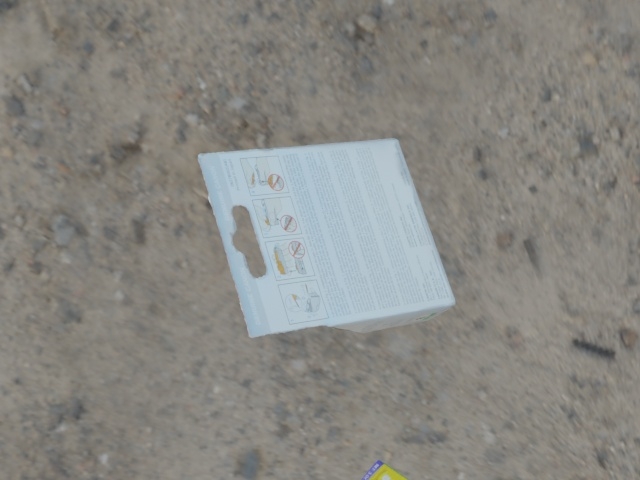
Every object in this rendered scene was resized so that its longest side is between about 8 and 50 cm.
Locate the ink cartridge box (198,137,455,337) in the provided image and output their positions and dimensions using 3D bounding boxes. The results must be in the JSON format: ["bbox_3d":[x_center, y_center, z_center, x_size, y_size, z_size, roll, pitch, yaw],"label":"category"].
[{"bbox_3d":[0.000,0.000,1.170,0.224,0.056,0.181,-8,71,-30],"label":"ink cartridge box"}]

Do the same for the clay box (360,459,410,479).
[{"bbox_3d":[0.067,0.269,1.022,0.053,0.222,0.127,45,79,-20],"label":"clay box"}]
